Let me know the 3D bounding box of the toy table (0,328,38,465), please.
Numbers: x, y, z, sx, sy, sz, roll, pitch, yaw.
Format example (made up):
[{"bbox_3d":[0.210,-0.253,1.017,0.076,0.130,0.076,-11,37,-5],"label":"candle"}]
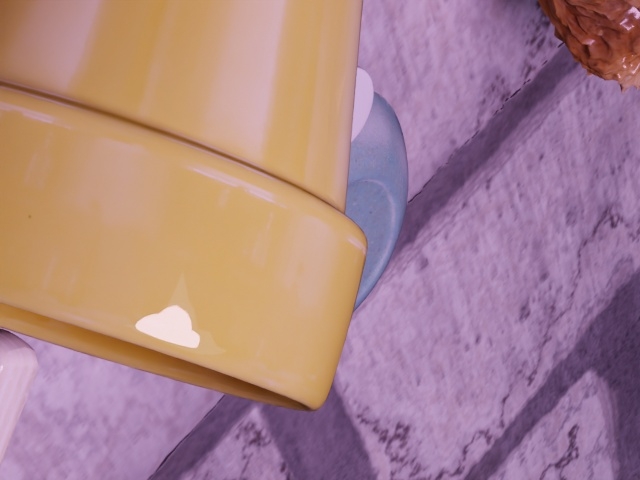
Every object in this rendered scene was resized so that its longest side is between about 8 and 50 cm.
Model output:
[{"bbox_3d":[-0.232,0.128,0.887,0.274,0.161,0.252,-12,125,-50],"label":"toy table"}]

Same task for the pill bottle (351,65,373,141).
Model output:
[{"bbox_3d":[-0.032,-0.090,1.013,0.067,0.120,0.067,-32,138,-34],"label":"pill bottle"}]

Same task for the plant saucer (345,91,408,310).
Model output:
[{"bbox_3d":[0.000,0.000,1.206,0.195,0.037,0.195,-32,138,-35],"label":"plant saucer"}]

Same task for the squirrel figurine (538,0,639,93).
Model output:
[{"bbox_3d":[0.238,-0.288,1.149,0.397,0.281,0.370,-54,160,18],"label":"squirrel figurine"}]

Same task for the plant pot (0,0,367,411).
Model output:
[{"bbox_3d":[-0.087,-0.072,0.864,0.254,0.254,0.239,27,78,-57],"label":"plant pot"}]
